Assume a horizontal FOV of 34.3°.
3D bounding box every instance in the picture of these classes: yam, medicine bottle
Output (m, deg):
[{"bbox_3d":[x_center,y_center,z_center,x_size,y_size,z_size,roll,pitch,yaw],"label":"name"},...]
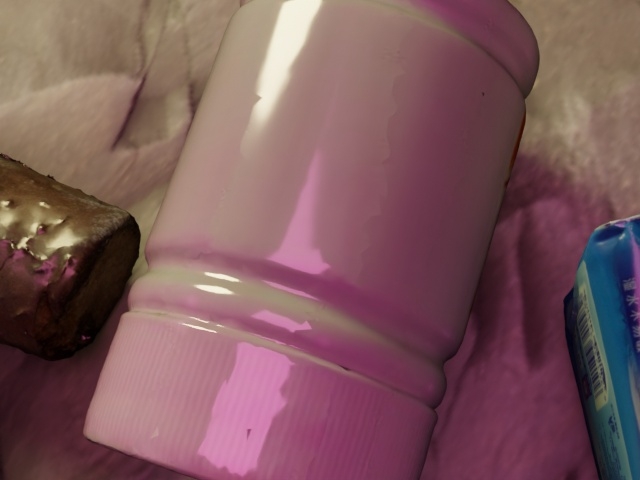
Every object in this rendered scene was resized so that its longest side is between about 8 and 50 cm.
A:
[{"bbox_3d":[-0.270,-0.014,0.719,0.279,0.131,0.131,23,78,12],"label":"yam"},{"bbox_3d":[0.000,0.000,0.638,0.202,0.202,0.316,16,76,11],"label":"medicine bottle"}]

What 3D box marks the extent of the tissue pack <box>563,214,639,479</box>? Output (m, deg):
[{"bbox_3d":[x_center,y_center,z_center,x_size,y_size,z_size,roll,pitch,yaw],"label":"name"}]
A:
[{"bbox_3d":[0.233,0.126,0.575,0.146,0.198,0.263,-11,73,5],"label":"tissue pack"}]
